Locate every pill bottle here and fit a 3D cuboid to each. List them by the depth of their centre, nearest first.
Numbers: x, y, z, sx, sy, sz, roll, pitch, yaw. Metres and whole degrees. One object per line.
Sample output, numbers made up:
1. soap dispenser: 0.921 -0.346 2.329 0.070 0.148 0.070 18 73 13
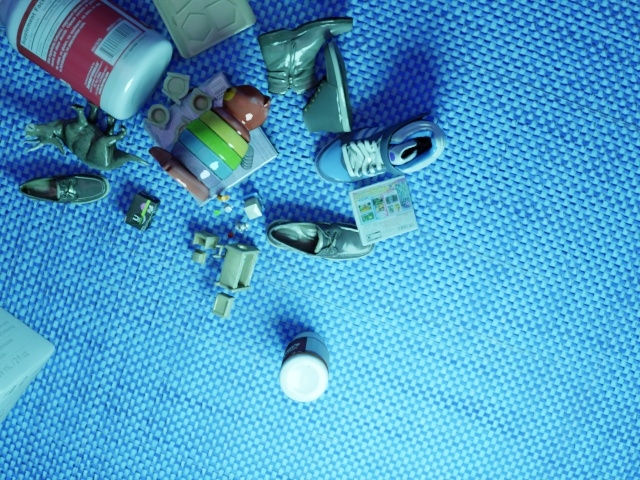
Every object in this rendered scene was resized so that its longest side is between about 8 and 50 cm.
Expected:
1. pill bottle: -0.577 -0.487 1.630 0.407 0.229 0.229 34 99 -4
2. pill bottle: -0.037 0.313 1.757 0.121 0.221 0.121 0 100 2

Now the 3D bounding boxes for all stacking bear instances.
1. stacking bear: -0.239 -0.249 1.636 0.289 0.175 0.164 -48 125 -1

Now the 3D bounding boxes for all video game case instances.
1. video game case: 0.161 -0.077 1.758 0.157 0.019 0.143 -18 97 -15

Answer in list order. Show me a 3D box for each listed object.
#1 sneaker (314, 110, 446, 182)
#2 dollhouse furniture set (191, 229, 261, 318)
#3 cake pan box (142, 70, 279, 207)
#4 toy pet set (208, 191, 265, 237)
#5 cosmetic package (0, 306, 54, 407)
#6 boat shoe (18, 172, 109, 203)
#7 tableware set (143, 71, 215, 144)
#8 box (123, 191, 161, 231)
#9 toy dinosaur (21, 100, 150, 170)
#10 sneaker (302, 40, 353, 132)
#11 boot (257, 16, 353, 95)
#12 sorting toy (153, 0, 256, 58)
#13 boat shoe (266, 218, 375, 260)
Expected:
1. sneaker: 0.138 -0.212 1.651 0.322 0.236 0.130 -14 99 4
2. dollhouse furniture set: -0.264 0.084 1.809 0.161 0.101 0.182 22 101 23
3. cake pan box: -0.276 -0.257 1.744 0.245 0.070 0.267 -35 97 5
4. toy pet set: -0.209 -0.086 1.771 0.114 0.065 0.122 -19 124 8
5. cosmetic package: -0.972 0.323 1.735 0.393 0.329 0.327 38 100 -5
6. boat shoe: -0.660 -0.129 1.774 0.223 0.073 0.080 -1 100 2
7. tableware set: -0.342 -0.320 1.693 0.141 0.020 0.169 28 98 -1
8. box: -0.461 -0.075 1.789 0.062 0.052 0.083 26 101 -3
9. toy dinosaur: -0.572 -0.249 1.747 0.313 0.121 0.160 26 112 -7
10. sneaker: 0.004 -0.365 1.680 0.118 0.083 0.222 -4 113 14
11. boot: -0.026 -0.454 1.707 0.246 0.083 0.161 -13 112 4
12. sorting toy: -0.289 -0.578 1.706 0.208 0.038 0.193 -27 98 2
13. boat shoe: 0.000 0.000 1.765 0.285 0.092 0.103 9 97 -1
